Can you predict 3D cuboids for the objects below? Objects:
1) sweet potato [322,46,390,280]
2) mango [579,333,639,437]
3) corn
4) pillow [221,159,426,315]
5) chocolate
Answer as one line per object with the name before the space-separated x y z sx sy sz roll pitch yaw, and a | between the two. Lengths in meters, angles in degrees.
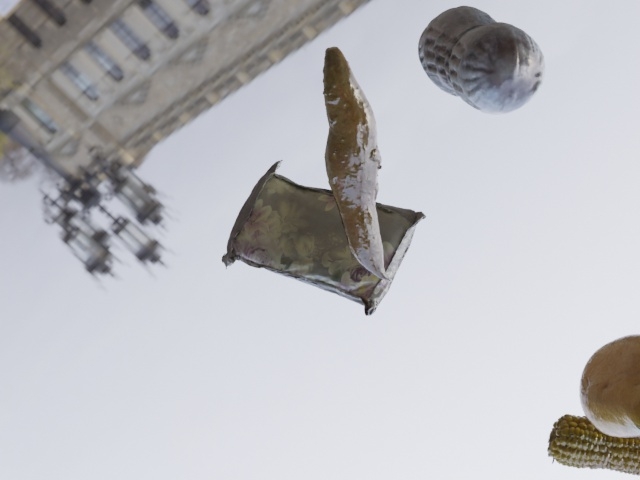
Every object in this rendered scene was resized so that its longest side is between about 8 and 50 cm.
sweet potato | 0.038 -0.080 1.121 0.067 0.274 0.067 -10 -162 3
mango | 0.488 0.229 1.552 0.176 0.119 0.317 -42 180 5
corn | 0.536 0.355 1.699 0.291 0.101 0.101 6 -136 18
pillow | 0.000 0.000 1.318 0.255 0.059 0.169 19 -108 26
chocolate | 0.122 -0.142 0.782 0.072 0.072 0.167 -42 -159 7
